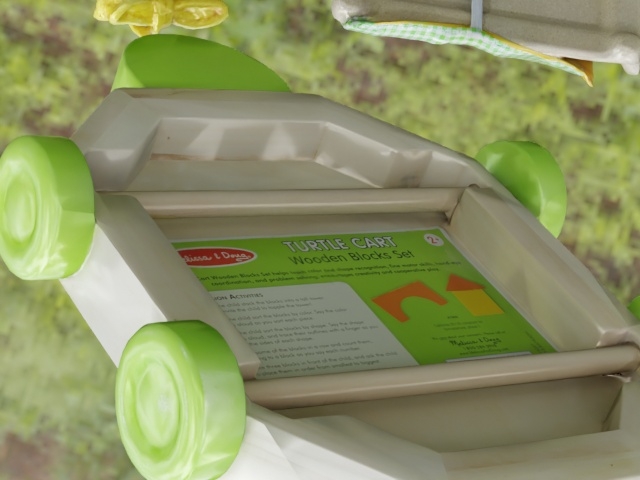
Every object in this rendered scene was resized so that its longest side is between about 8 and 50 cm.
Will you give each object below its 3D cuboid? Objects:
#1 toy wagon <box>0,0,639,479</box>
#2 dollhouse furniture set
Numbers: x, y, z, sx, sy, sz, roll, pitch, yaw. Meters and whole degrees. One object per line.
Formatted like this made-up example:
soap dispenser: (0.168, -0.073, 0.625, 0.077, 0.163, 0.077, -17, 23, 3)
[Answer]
toy wagon: (0.000, 0.000, 0.707, 0.267, 0.068, 0.344, -2, -145, -36)
dollhouse furniture set: (0.105, -0.225, 1.109, 0.198, 0.301, 0.151, 8, 158, -7)
